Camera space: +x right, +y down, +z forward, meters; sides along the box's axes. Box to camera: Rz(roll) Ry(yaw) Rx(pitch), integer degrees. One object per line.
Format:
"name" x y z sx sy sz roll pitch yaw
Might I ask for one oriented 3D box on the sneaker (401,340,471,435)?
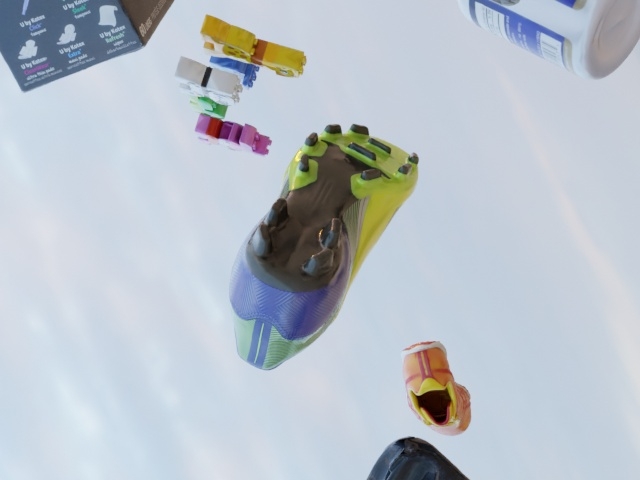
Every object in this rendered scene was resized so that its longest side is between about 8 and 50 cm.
"sneaker" 0.112 0.161 1.940 0.175 0.064 0.067 57 -159 -59

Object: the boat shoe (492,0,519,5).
"boat shoe" 0.108 -0.238 1.547 0.135 0.045 0.050 36 159 -8

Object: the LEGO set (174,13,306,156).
"LEGO set" -0.064 -0.143 1.785 0.227 0.093 0.087 77 -151 -79

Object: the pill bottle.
"pill bottle" 0.181 -0.223 1.688 0.186 0.112 0.112 31 176 28

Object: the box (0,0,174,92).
"box" -0.263 -0.305 1.860 0.270 0.143 0.165 63 -158 -23

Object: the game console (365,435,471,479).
"game console" 0.021 0.317 1.404 0.213 0.361 0.044 37 -161 33

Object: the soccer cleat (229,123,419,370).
"soccer cleat" -0.001 0.000 1.529 0.093 0.121 0.289 23 -150 9
